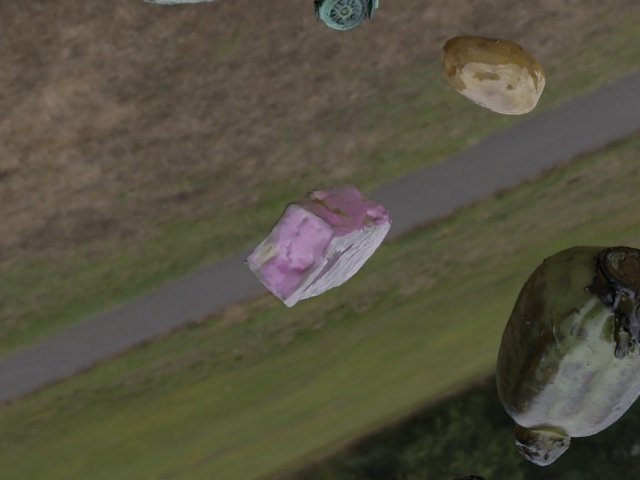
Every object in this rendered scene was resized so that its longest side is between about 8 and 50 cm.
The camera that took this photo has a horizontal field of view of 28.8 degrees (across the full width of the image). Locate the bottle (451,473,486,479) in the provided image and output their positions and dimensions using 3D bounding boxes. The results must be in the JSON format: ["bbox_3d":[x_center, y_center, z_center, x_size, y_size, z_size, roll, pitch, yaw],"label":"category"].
[{"bbox_3d":[0.178,0.351,1.186,0.112,0.260,0.112,-19,152,-11],"label":"bottle"}]

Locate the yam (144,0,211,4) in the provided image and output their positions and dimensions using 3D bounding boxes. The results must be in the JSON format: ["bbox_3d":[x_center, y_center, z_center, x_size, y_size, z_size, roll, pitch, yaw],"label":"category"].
[{"bbox_3d":[-0.133,-0.386,1.183,0.168,0.304,0.168,-11,-175,1],"label":"yam"}]

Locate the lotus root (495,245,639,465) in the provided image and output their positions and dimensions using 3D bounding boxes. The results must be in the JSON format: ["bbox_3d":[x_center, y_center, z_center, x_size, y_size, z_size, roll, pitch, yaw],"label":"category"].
[{"bbox_3d":[0.285,0.127,1.396,0.173,0.173,0.309,-17,144,-36],"label":"lotus root"}]

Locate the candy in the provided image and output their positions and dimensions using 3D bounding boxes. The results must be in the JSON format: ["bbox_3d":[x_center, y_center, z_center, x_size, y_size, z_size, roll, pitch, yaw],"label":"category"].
[{"bbox_3d":[0.000,0.000,2.026,0.155,0.116,0.265,-50,167,21],"label":"candy"}]

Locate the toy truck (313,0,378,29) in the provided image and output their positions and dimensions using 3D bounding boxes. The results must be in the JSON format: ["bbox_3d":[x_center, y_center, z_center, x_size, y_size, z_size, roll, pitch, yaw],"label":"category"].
[{"bbox_3d":[0.025,-0.203,0.712,0.078,0.080,0.154,-9,133,-9],"label":"toy truck"}]

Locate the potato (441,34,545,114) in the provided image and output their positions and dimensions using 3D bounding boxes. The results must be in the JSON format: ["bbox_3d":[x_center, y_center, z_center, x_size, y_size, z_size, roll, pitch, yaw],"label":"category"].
[{"bbox_3d":[0.260,-0.253,1.881,0.178,0.119,0.109,17,144,-23],"label":"potato"}]
